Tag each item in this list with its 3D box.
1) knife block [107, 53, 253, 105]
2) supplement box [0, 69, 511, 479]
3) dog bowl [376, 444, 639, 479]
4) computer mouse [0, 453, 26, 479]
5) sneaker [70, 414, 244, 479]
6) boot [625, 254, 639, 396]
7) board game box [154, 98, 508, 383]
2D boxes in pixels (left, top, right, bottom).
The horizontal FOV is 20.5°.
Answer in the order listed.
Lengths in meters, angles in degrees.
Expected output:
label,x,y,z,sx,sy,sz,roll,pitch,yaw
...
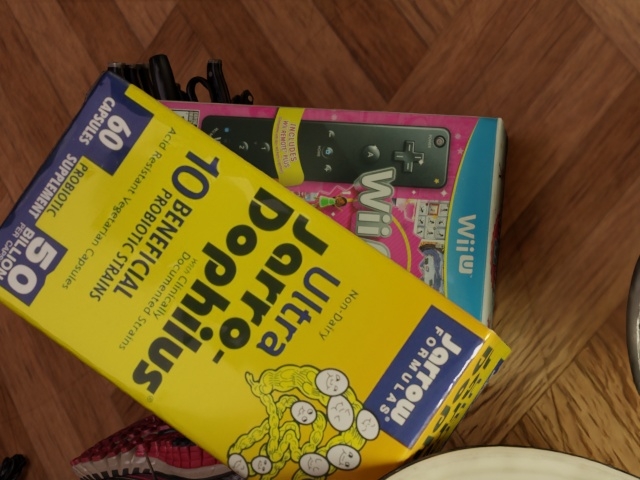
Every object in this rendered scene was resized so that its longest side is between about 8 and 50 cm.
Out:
label,x,y,z,sx,sy,sz,roll,pitch,yaw
knife block,-0.130,-0.038,1.646,0.088,0.242,0.276,-25,30,41
supplement box,-0.056,0.056,1.373,0.356,0.195,0.194,34,90,12
dog bowl,0.158,0.341,1.194,0.408,0.408,0.150,60,141,35
computer mouse,-0.406,0.238,2.036,0.193,0.042,0.106,44,117,36
sneaker,-0.137,0.230,1.710,0.299,0.121,0.112,-8,106,53
boot,0.374,0.034,1.264,0.280,0.096,0.264,22,89,39
board game box,0.000,0.000,1.519,0.303,0.097,0.224,4,83,10
